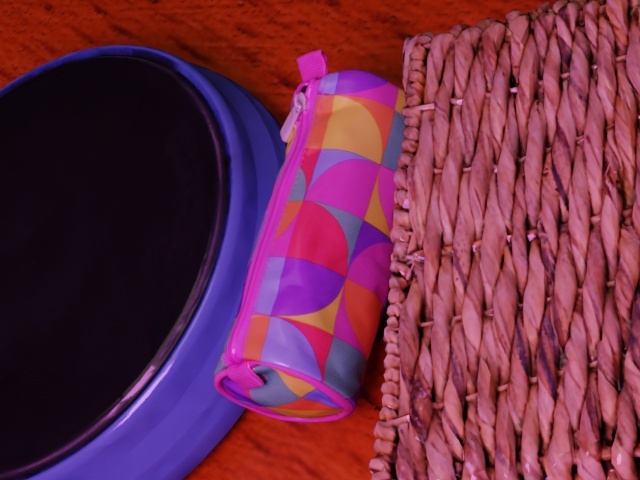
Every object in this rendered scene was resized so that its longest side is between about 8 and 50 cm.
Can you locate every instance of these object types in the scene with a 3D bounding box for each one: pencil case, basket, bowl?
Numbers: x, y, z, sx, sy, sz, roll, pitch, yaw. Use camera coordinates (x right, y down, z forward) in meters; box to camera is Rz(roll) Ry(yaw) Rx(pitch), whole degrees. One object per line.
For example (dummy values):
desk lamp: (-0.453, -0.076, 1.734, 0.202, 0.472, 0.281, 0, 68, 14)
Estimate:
pencil case: (0.000, 0.000, 1.151, 0.104, 0.104, 0.236, -4, 61, 32)
basket: (0.171, 0.039, 0.841, 0.223, 0.213, 0.299, -13, 51, 25)
bowl: (-0.191, 0.028, 1.296, 0.391, 0.077, 0.391, -18, 54, 27)

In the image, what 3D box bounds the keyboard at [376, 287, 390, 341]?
keyboard: (0.058, -0.016, 1.200, 0.108, 0.023, 0.180, 11, 71, 44)
